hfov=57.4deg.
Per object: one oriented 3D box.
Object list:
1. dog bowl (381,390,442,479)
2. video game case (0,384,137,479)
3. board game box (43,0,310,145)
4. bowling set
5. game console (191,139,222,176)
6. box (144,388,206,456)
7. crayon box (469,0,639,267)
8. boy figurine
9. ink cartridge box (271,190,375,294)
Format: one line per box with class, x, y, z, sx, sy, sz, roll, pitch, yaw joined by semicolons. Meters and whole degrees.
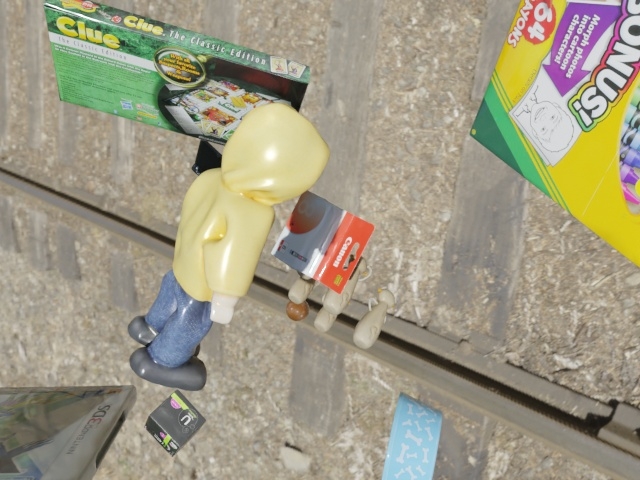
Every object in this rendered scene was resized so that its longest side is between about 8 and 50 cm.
dog bowl;0.152;0.361;0.977;0.074;0.297;0.166;11;62;12
video game case;-0.450;0.270;0.793;0.300;0.328;0.036;-116;26;-80
board game box;-0.150;-0.166;0.625;0.136;0.259;0.030;120;162;-59
bowling set;0.011;0.099;1.298;0.199;0.154;0.287;-7;128;44
game console;-0.171;-0.119;1.076;0.122;0.107;0.071;44;104;14
box;-0.203;0.255;0.814;0.062;0.052;0.083;44;146;6
crayon box;0.365;-0.204;0.674;0.313;0.106;0.363;52;142;38
boy figurine;-0.094;-0.002;0.567;0.285;0.092;0.177;-59;30;13
ink cartridge box;0.000;0.000;1.092;0.179;0.045;0.145;30;93;46
